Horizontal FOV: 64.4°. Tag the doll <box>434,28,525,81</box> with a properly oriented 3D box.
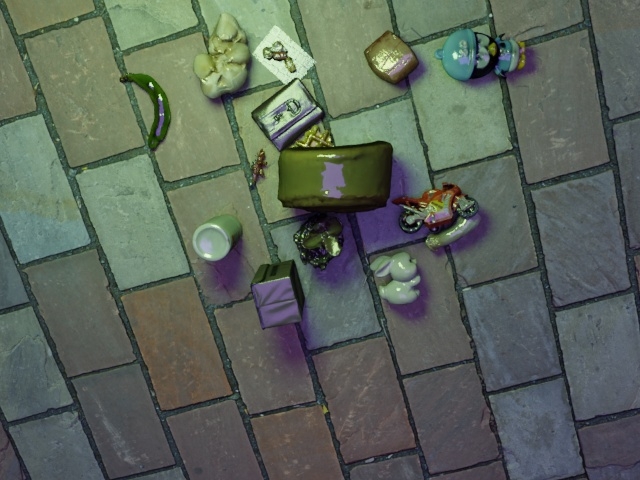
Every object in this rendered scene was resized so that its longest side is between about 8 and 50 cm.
[{"bbox_3d":[0.552,-0.646,1.771,0.315,0.141,0.177,-1,89,-3],"label":"doll"}]

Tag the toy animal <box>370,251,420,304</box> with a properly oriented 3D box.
[{"bbox_3d":[0.293,0.147,1.949,0.179,0.127,0.192,-15,103,6],"label":"toy animal"}]

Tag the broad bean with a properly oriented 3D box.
[{"bbox_3d":[-0.628,-0.495,1.884,0.144,0.049,0.291,-20,98,12],"label":"broad bean"}]

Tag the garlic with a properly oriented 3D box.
[{"bbox_3d":[-0.329,-0.625,1.773,0.185,0.203,0.281,29,98,-23],"label":"garlic"}]

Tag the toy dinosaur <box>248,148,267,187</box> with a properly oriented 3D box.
[{"bbox_3d":[-0.239,-0.270,1.913,0.055,0.049,0.154,29,104,31],"label":"toy dinosaur"}]

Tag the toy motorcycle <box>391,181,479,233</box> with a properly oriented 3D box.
[{"bbox_3d":[0.426,-0.125,1.889,0.299,0.089,0.170,-15,72,7],"label":"toy motorcycle"}]

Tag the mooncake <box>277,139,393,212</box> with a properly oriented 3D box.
[{"bbox_3d":[0.046,-0.219,1.772,0.394,0.394,0.245,5,102,42],"label":"mooncake"}]

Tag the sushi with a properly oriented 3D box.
[{"bbox_3d":[-0.132,-0.661,1.840,0.201,0.031,0.139,40,100,-6],"label":"sushi"}]

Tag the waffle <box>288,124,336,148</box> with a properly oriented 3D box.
[{"bbox_3d":[0.019,-0.271,1.904,0.282,0.058,0.300,-38,98,8],"label":"waffle"}]

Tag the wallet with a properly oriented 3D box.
[{"bbox_3d":[-0.119,-0.465,1.873,0.229,0.049,0.182,-37,97,7],"label":"wallet"}]

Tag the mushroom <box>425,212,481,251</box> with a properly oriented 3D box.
[{"bbox_3d":[0.500,-0.036,1.921,0.223,0.092,0.081,-39,141,11],"label":"mushroom"}]

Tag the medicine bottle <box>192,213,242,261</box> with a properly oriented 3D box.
[{"bbox_3d":[-0.371,-0.018,1.870,0.145,0.252,0.144,1,105,3],"label":"medicine bottle"}]

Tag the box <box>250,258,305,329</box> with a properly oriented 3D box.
[{"bbox_3d":[-0.152,0.194,1.905,0.153,0.252,0.188,-13,100,3],"label":"box"}]

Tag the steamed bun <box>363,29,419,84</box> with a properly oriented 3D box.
[{"bbox_3d":[0.248,-0.641,1.802,0.145,0.106,0.175,-42,84,14],"label":"steamed bun"}]

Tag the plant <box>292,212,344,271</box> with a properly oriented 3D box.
[{"bbox_3d":[0.000,0.000,1.878,0.204,0.234,0.178,-36,104,3],"label":"plant"}]
